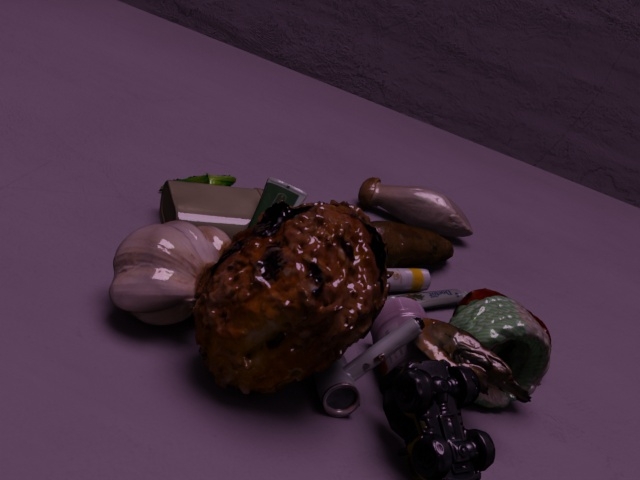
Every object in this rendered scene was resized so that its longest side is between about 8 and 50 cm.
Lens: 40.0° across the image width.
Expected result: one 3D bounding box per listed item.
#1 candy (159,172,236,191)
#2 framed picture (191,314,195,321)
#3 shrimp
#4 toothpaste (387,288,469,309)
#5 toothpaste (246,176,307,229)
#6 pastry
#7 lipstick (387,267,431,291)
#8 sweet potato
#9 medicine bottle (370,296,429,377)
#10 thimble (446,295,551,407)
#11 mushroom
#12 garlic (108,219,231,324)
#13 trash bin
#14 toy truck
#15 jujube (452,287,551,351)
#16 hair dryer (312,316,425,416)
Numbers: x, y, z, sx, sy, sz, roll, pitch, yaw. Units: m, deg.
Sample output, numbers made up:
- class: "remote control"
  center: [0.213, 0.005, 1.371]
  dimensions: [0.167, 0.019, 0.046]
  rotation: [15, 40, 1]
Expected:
- class: "candy"
  center: [-0.304, -0.139, 2.176]
  dimensions: [0.178, 0.032, 0.102]
  rotation: [-6, -6, 38]
- class: "framed picture"
  center: [-0.214, 0.136, 1.775]
  dimensions: [0.142, 0.011, 0.183]
  rotation: [-2, 32, -41]
- class: "shrimp"
  center: [0.270, 0.220, 1.612]
  dimensions: [0.254, 0.059, 0.145]
  rotation: [39, 25, 21]
- class: "toothpaste"
  center: [0.268, 0.144, 2.117]
  dimensions: [0.256, 0.037, 0.067]
  rotation: [-4, 33, -36]
- class: "toothpaste"
  center: [-0.134, 0.002, 1.892]
  dimensions: [0.099, 0.061, 0.392]
  rotation: [25, 47, 1]
- class: "pastry"
  center: [-0.035, 0.080, 1.556]
  dimensions: [0.405, 0.337, 0.292]
  rotation: [-39, 100, -41]
- class: "lipstick"
  center: [0.149, 0.094, 2.096]
  dimensions: [0.264, 0.059, 0.059]
  rotation: [2, 30, -36]
- class: "sweet potato"
  center: [0.215, 0.015, 2.247]
  dimensions: [0.423, 0.130, 0.130]
  rotation: [2, 29, -40]
- class: "medicine bottle"
  center: [0.178, 0.226, 1.741]
  dimensions: [0.133, 0.133, 0.249]
  rotation: [14, 26, -15]
- class: "thimble"
  center: [0.353, 0.225, 1.785]
  dimensions: [0.219, 0.218, 0.150]
  rotation: [10, 25, -23]
- class: "mushroom"
  center: [0.279, -0.095, 2.540]
  dimensions: [0.350, 0.128, 0.128]
  rotation: [18, 23, 7]
- class: "garlic"
  center: [-0.294, 0.048, 1.672]
  dimensions: [0.203, 0.184, 0.281]
  rotation: [-10, 23, 33]
- class: "trash bin"
  center: [-0.233, -0.047, 2.032]
  dimensions: [0.248, 0.121, 0.243]
  rotation: [6, 27, -22]
- class: "toy truck"
  center: [0.183, 0.316, 1.502]
  dimensions: [0.147, 0.165, 0.224]
  rotation: [1, 66, -37]
- class: "jujube"
  center: [0.404, 0.201, 1.961]
  dimensions: [0.230, 0.155, 0.155]
  rotation: [22, 23, -13]
- class: "hair dryer"
  center: [0.088, 0.206, 1.611]
  dimensions: [0.073, 0.236, 0.131]
  rotation: [46, 11, -28]
